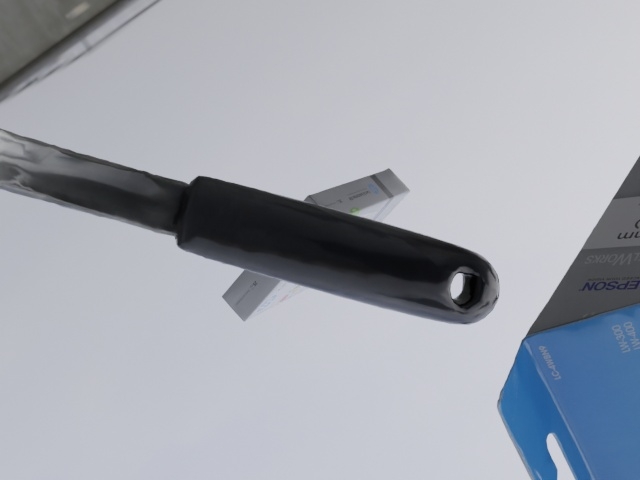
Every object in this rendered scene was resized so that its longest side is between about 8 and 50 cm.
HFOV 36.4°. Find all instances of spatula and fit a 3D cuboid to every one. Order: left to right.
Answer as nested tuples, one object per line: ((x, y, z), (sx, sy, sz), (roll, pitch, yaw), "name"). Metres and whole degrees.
((-0.063, -0.016, 0.313), (0.030, 0.296, 0.084), (11, -93, 64), "spatula")

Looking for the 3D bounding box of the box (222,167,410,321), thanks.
((0.000, 0.000, 0.976), (0.145, 0.038, 0.186), (-48, 167, 27), "box")

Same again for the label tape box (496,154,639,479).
((0.306, 0.108, 0.838), (0.115, 0.249, 0.348), (-5, -147, 44), "label tape box")
